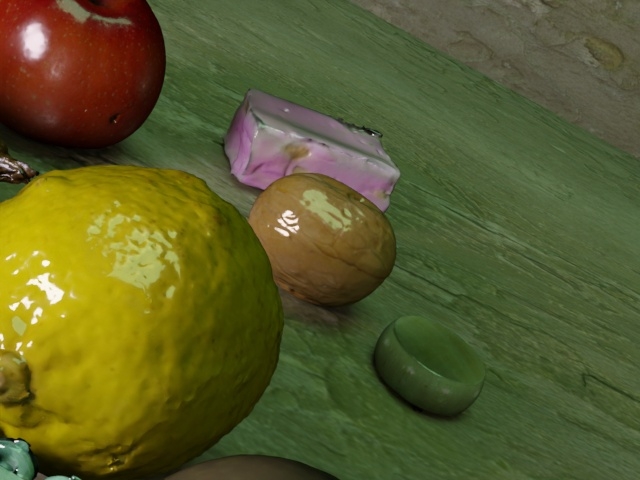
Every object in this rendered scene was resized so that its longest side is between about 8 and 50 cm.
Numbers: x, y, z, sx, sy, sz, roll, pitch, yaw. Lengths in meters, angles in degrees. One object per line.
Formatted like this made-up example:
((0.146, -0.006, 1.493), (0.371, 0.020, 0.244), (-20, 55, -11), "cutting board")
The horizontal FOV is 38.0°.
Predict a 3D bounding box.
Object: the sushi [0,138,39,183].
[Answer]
((-0.444, -0.118, 0.961), (0.287, 0.149, 0.140), (43, -10, -8), "sushi")

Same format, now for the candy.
((-0.013, -0.132, 1.471), (0.265, 0.116, 0.155), (17, 29, -26), "candy")

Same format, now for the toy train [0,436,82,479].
((-0.242, 0.190, 0.647), (0.176, 0.118, 0.074), (34, 31, -2), "toy train")

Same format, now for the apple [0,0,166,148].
((-0.332, -0.247, 1.230), (0.260, 0.216, 0.260), (25, 29, -15), "apple")

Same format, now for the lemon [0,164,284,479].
((-0.173, 0.068, 0.774), (0.268, 0.268, 0.322), (40, 26, 20), "lemon")

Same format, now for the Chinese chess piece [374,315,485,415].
((0.137, 0.157, 1.171), (0.144, 0.058, 0.144), (25, 24, -12), "Chinese chess piece")

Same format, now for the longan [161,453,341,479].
((-0.053, 0.256, 0.606), (0.248, 0.248, 0.248), (24, 26, -13), "longan")

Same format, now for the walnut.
((0.000, 0.000, 1.198), (0.197, 0.165, 0.165), (36, 25, -6), "walnut")
